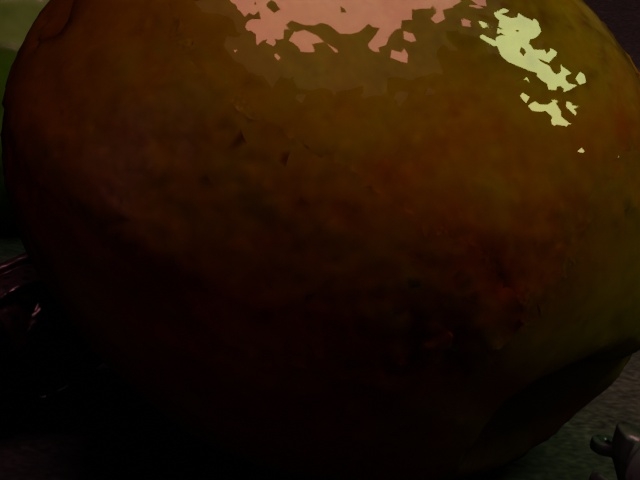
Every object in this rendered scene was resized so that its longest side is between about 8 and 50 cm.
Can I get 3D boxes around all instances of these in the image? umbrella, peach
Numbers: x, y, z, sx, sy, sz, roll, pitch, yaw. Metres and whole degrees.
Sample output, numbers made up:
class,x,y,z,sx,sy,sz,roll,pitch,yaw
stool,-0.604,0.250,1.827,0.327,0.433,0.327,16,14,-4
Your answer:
class,x,y,z,sx,sy,sz,roll,pitch,yaw
umbrella,-0.186,0.057,1.026,0.094,0.090,0.326,-2,11,36
peach,0.005,-0.042,0.986,0.373,0.290,0.372,3,56,-4

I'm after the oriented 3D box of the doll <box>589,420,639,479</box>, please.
class,x,y,z,sx,sy,sz,roll,pitch,yaw
doll,0.208,0.135,0.886,0.104,0.062,0.195,-30,41,-34

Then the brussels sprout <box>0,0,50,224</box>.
class,x,y,z,sx,sy,sz,roll,pitch,yaw
brussels sprout,-0.240,-0.155,1.442,0.315,0.275,0.371,13,18,43
